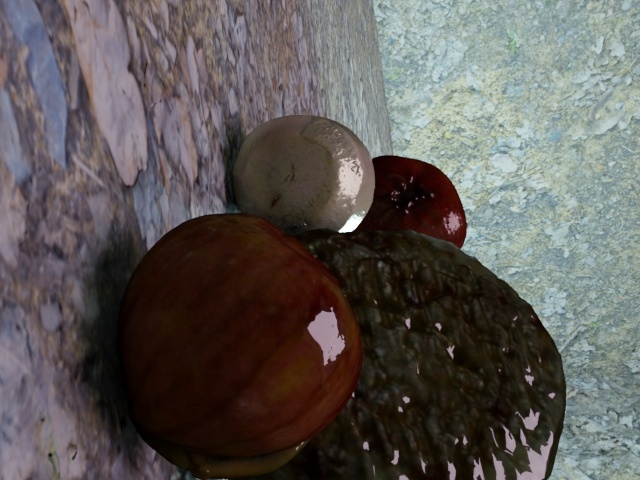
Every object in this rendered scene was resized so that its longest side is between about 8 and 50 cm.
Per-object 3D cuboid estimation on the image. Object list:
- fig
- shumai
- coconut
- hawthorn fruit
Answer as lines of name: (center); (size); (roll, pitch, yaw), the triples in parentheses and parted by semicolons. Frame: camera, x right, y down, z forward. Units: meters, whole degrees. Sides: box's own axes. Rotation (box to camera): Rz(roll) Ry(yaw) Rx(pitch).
fig: (-0.064, 0.084, 0.669); (0.205, 0.205, 0.205); (-4, 90, -80)
shumai: (0.041, 0.200, 0.969); (0.348, 0.395, 0.395); (116, -18, -51)
coconut: (-0.016, -0.065, 1.057); (0.183, 0.171, 0.171); (8, 78, -78)
hawthorn fruit: (0.156, -0.015, 1.799); (0.307, 0.265, 0.265); (105, -12, -59)
